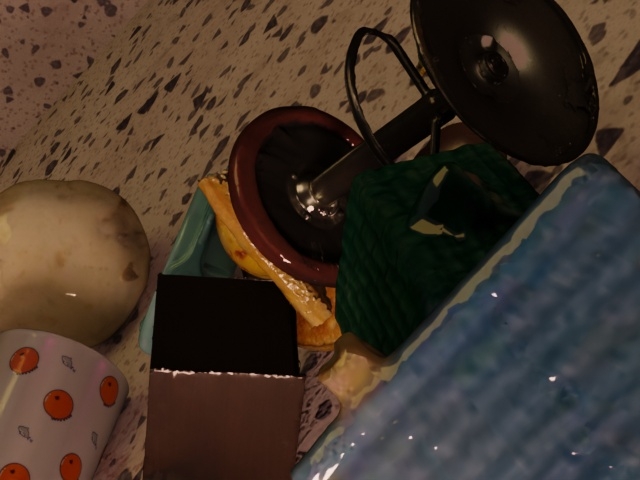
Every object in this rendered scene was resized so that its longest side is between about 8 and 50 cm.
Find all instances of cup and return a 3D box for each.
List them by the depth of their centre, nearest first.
[{"bbox_3d":[-0.419,0.311,1.721,0.212,0.212,0.317,-24,39,44],"label":"cup"}]

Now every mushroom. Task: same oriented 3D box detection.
[{"bbox_3d":[-0.443,0.050,2.072,0.314,0.314,0.336,-57,0,-9],"label":"mushroom"}]

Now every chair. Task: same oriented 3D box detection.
[{"bbox_3d":[0.064,-0.092,1.248,0.401,0.226,0.227,-35,29,48],"label":"chair"}]

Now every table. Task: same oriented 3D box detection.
[{"bbox_3d":[-0.108,0.161,1.390,0.193,0.172,0.169,-99,14,-60],"label":"table"}]

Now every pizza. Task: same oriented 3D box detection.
[{"bbox_3d":[-0.062,0.015,1.400,0.080,0.204,0.188,-35,-3,9],"label":"pizza"},{"bbox_3d":[0.020,0.064,1.461,0.175,0.046,0.134,-5,81,36],"label":"pizza"}]

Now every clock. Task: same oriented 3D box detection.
[{"bbox_3d":[-0.160,0.026,1.688,0.274,0.094,0.224,121,169,-48],"label":"clock"}]

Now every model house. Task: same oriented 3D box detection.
[{"bbox_3d":[0.170,0.075,0.907,0.335,0.342,0.382,-48,26,10],"label":"model house"}]

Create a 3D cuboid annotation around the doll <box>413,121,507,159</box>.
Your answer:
[{"bbox_3d":[0.154,-0.045,1.381,0.145,0.096,0.188,-30,51,57],"label":"doll"}]

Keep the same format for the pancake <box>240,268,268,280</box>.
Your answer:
[{"bbox_3d":[0.000,0.000,1.617,0.241,0.050,0.242,-28,31,19],"label":"pancake"}]

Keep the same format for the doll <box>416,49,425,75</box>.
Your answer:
[{"bbox_3d":[0.171,-0.278,1.695,0.078,0.076,0.113,151,124,-86],"label":"doll"}]
